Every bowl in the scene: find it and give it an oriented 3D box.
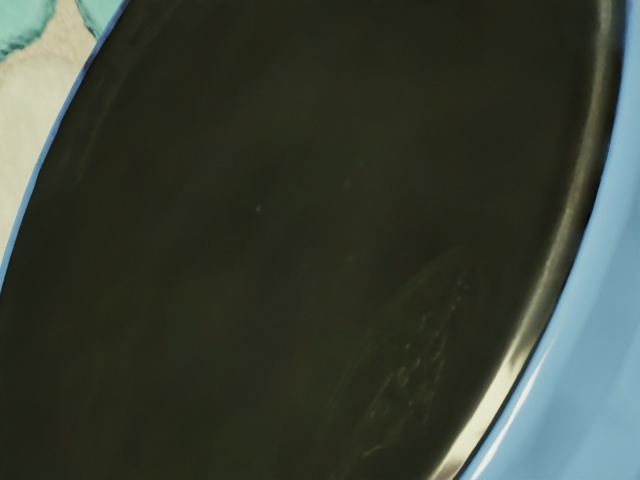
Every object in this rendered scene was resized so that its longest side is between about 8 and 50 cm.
[{"bbox_3d":[0.000,0.000,0.701,0.391,0.077,0.391,-34,43,39],"label":"bowl"}]
